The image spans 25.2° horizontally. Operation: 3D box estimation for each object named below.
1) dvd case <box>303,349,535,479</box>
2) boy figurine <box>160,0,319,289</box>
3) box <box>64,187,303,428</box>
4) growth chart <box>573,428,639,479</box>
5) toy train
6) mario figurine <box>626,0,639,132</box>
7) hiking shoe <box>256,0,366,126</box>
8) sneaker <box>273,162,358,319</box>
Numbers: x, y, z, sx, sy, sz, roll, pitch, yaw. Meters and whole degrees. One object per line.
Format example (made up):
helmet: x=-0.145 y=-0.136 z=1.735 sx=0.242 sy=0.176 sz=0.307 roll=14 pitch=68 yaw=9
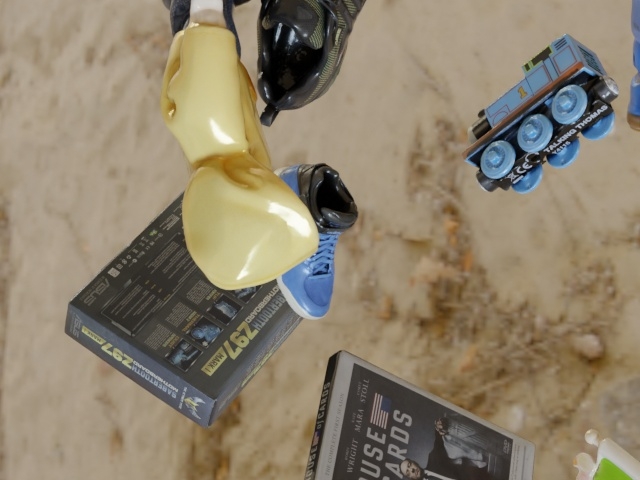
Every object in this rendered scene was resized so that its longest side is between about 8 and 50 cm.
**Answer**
dvd case: x=0.097 y=0.228 z=1.358 sx=0.029 sy=0.239 sz=0.179 roll=-38 pitch=31 yaw=48
boy figurine: x=-0.067 y=-0.101 z=1.012 sx=0.177 sy=0.092 sz=0.285 roll=83 pitch=175 yaw=-57
box: x=-0.122 y=0.059 z=1.487 sx=0.183 sy=0.232 sz=0.059 roll=31 pitch=141 yaw=12
growth chart: x=0.313 y=0.335 z=1.522 sx=0.172 sy=0.021 sz=0.237 roll=29 pitch=116 yaw=47
toy train: x=0.231 y=-0.129 z=1.522 sx=0.184 sy=0.080 sz=0.105 roll=-39 pitch=50 yaw=27
mario figurine: x=0.390 y=-0.262 z=1.478 sx=0.198 sy=0.170 sz=0.320 roll=18 pitch=126 yaw=43
hiking shoe: x=0.003 y=-0.198 z=1.111 sx=0.114 sy=0.086 sz=0.227 roll=-69 pitch=-6 yaw=-64
sneaker: x=-0.001 y=0.000 z=1.374 sx=0.084 sy=0.058 sz=0.152 roll=-8 pitch=90 yaw=49
